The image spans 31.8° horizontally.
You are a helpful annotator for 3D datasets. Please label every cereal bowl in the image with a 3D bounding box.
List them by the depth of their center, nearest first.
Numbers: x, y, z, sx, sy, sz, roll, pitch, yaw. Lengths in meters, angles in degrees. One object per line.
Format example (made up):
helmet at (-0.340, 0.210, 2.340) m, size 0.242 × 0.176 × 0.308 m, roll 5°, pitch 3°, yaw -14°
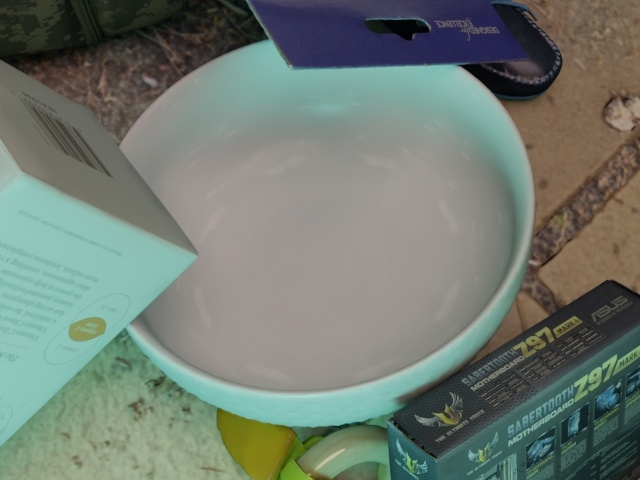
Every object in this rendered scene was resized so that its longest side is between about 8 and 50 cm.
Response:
cereal bowl at (0.000, 0.000, 0.906) m, size 0.338 × 0.141 × 0.339 m, roll -4°, pitch 59°, yaw 6°

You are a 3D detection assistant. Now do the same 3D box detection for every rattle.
rattle at (0.034, 0.182, 0.934) m, size 0.199 × 0.142 × 0.130 m, roll -14°, pitch 107°, yaw -26°

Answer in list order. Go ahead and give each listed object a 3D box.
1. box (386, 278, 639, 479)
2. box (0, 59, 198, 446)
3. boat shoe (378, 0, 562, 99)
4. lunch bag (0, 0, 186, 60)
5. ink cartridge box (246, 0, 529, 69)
box at (0.160, 0.158, 0.860) m, size 0.232 × 0.183 × 0.059 m, roll -28°, pitch 42°, yaw -26°
box at (-0.293, 0.047, 0.761) m, size 0.345 × 0.215 × 0.168 m, roll -43°, pitch 65°, yaw 7°
boat shoe at (0.108, -0.217, 1.037) m, size 0.258 × 0.089 × 0.109 m, roll 29°, pitch 72°, yaw 3°
lunch bag at (-0.274, -0.308, 0.960) m, size 0.256 × 0.212 × 0.305 m, roll -19°, pitch 77°, yaw -5°
ink cartridge box at (0.014, -0.270, 0.887) m, size 0.303 × 0.072 × 0.307 m, roll -12°, pitch 59°, yaw -47°
